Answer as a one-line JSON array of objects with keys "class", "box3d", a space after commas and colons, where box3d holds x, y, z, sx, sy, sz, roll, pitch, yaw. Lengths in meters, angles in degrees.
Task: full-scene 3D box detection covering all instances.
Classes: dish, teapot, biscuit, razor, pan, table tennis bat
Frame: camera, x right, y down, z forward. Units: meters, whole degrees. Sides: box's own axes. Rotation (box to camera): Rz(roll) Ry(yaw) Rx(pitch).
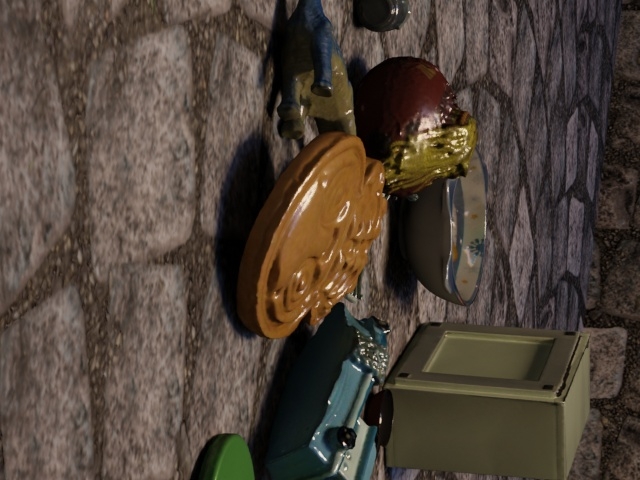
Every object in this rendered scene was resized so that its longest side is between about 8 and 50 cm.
[{"class": "dish", "box3d": [0.145, -0.033, 2.134, 0.236, 0.086, 0.227, -34, 124, -70]}, {"class": "teapot", "box3d": [0.063, -0.259, 1.897, 0.049, 0.063, 0.083, -58, 173, 13]}, {"class": "biscuit", "box3d": [0.001, 0.001, 1.603, 0.202, 0.044, 0.289, -67, 160, 1]}, {"class": "razor", "box3d": [0.053, -0.001, 1.905, 0.068, 0.037, 0.191, 37, 48, -18]}, {"class": "pan", "box3d": [0.064, 0.220, 2.001, 0.115, 0.023, 0.068, -66, 154, -58]}, {"class": "table tennis bat", "box3d": [-0.086, 0.292, 1.479, 0.160, 0.039, 0.257, 62, 29, -62]}]

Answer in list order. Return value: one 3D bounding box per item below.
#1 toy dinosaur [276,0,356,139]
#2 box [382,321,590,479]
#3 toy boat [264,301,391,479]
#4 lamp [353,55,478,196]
[{"class": "toy dinosaur", "box3d": [0.006, -0.184, 1.656, 0.247, 0.075, 0.188, 54, 38, -56]}, {"class": "box", "box3d": [0.215, 0.195, 2.161, 0.225, 0.225, 0.117, -47, 137, -66]}, {"class": "toy boat", "box3d": [0.022, 0.158, 1.678, 0.098, 0.109, 0.238, 48, 38, -25]}, {"class": "lamp", "box3d": [0.103, -0.122, 1.879, 0.156, 0.135, 0.157, 20, 71, -74]}]
